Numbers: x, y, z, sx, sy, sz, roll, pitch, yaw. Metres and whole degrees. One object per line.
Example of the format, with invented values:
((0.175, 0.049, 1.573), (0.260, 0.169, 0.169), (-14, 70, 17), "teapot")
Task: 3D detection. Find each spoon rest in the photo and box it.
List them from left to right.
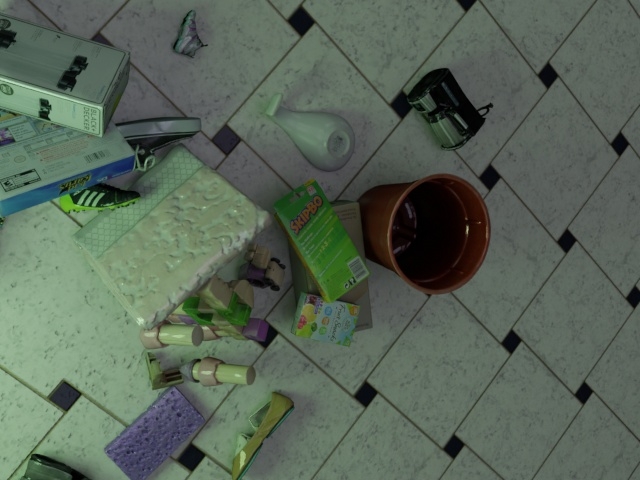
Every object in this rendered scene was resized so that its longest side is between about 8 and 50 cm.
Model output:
((-0.024, -0.261, 1.815), (0.276, 0.084, 0.137), (29, 85, -38), "spoon rest")

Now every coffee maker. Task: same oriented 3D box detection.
((0.323, -0.344, 1.947), (0.178, 0.120, 0.171), (50, 52, -22), "coffee maker")

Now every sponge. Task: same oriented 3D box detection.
((-0.375, 0.441, 1.754), (0.210, 0.031, 0.117), (-43, 111, -14), "sponge")

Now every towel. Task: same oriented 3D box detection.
((-0.312, -0.020, 1.581), (0.332, 0.317, 0.053), (-42, 147, -11), "towel")

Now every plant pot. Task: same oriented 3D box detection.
((0.216, -0.028, 1.840), (0.272, 0.265, 0.273), (-3, 98, -24), "plant pot")

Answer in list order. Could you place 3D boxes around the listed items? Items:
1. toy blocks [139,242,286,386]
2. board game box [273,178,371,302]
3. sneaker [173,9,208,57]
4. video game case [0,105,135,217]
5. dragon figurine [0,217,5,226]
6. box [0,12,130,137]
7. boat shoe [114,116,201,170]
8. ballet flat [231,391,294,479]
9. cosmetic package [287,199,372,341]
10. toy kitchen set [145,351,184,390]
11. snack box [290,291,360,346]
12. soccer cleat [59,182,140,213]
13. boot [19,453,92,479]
((-0.277, 0.133, 1.683), (0.288, 0.260, 0.309), (50, 47, -50), "toy blocks")
((0.000, 0.000, 1.737), (0.124, 0.039, 0.259), (-34, 102, -22), "board game box")
((-0.275, -0.448, 1.690), (0.069, 0.038, 0.098), (20, 97, -27), "sneaker")
((-0.532, -0.192, 1.472), (0.269, 0.061, 0.244), (-25, 67, -30), "video game case")
((-0.687, -0.080, 1.514), (0.144, 0.085, 0.289), (23, 82, -23), "dragon figurine")
((-0.527, -0.319, 1.470), (0.289, 0.087, 0.169), (15, 53, -7), "box")
((-0.397, -0.195, 1.622), (0.306, 0.113, 0.105), (-14, 106, -20), "boat shoe")
((-0.155, 0.464, 1.847), (0.073, 0.080, 0.232), (37, 77, 4), "ballet flat")
((0.019, 0.068, 1.846), (0.160, 0.113, 0.310), (-12, 100, -22), "cosmetic package")
((-0.348, 0.281, 1.730), (0.075, 0.083, 0.068), (-10, 59, -24), "toy kitchen set")
((0.012, 0.181, 1.774), (0.141, 0.037, 0.100), (15, 92, -23), "snack box")
((-0.459, -0.097, 1.594), (0.178, 0.060, 0.072), (-4, 101, 13), "soccer cleat")
((-0.647, 0.542, 1.608), (0.338, 0.118, 0.223), (33, 79, -35), "boot")
